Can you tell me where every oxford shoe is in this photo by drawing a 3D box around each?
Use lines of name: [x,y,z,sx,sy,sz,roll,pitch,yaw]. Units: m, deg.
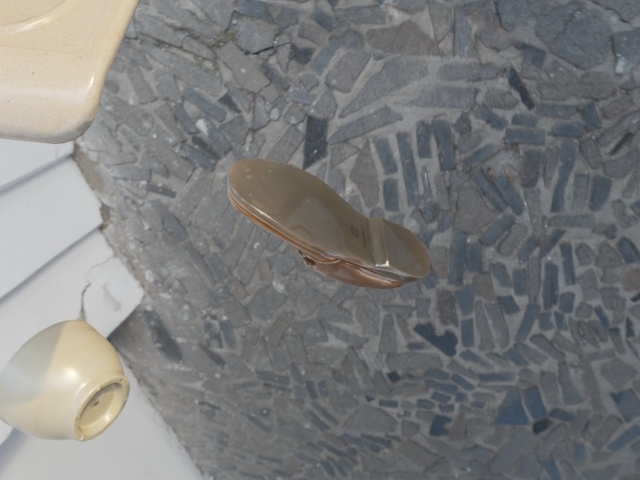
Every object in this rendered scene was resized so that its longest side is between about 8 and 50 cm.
oxford shoe: [0.000,0.000,0.456,0.212,0.076,0.076,28,137,-28]

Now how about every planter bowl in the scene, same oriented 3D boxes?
planter bowl: [-0.337,0.205,0.696,0.109,0.162,0.162,24,123,21]

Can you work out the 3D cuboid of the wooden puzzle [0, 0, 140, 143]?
wooden puzzle: [-0.292,-0.223,0.405,0.321,0.348,0.081,6,151,-3]
